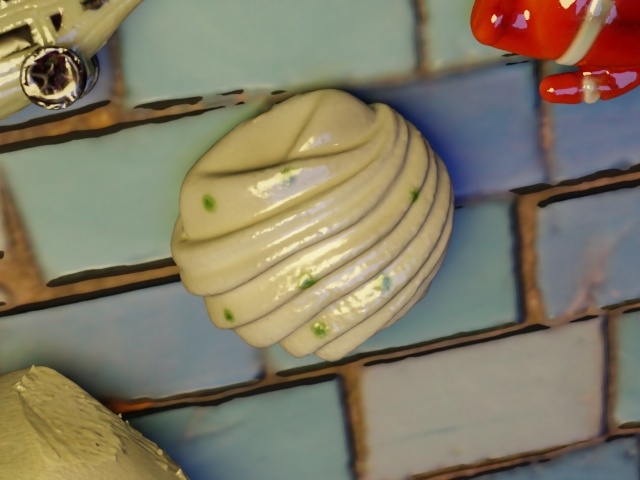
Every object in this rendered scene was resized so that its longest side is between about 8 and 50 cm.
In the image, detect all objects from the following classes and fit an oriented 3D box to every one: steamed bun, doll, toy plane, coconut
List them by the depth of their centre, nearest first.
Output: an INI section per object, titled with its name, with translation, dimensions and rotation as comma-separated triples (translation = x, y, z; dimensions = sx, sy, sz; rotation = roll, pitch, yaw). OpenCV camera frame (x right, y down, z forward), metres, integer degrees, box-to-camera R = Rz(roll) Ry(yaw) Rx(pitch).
[toy plane]
translation = -0.132, -0.140, 1.005
dimensions = 0.286, 0.092, 0.108
rotation = -22, 98, 3
[doll]
translation = 0.219, -0.137, 1.084
dimensions = 0.245, 0.076, 0.142
rotation = 11, 119, -14
[steamed bun]
translation = 0.000, 0.000, 1.099
dimensions = 0.183, 0.106, 0.183
rotation = -5, 121, -8
[coconut]
translation = -0.202, 0.205, 1.102
dimensions = 0.245, 0.245, 0.247
rotation = -39, 120, 12
